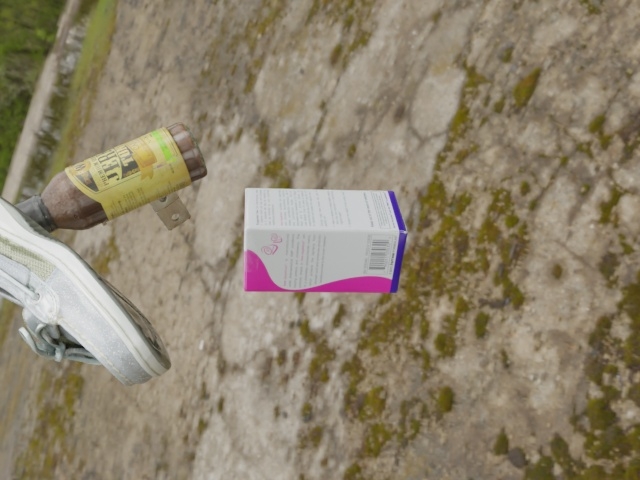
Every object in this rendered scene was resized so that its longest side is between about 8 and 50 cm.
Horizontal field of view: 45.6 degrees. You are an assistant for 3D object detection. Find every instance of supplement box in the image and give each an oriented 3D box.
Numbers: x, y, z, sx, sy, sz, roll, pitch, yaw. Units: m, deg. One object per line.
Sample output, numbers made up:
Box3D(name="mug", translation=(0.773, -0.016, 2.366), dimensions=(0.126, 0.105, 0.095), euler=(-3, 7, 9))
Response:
Box3D(name="supplement box", translation=(0.000, 0.000, 1.085), dimensions=(0.114, 0.220, 0.111), euler=(-100, 13, -54))

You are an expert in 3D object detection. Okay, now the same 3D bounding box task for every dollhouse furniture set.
Box3D(name="dollhouse furniture set", translation=(-0.429, -0.076, 1.797), dimensions=(0.183, 0.129, 0.129), euler=(-34, 40, -9))

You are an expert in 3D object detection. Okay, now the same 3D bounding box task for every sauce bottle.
Box3D(name="sauce bottle", translation=(-0.361, -0.085, 1.264), dimensions=(0.111, 0.344, 0.111), euler=(55, 162, 27))

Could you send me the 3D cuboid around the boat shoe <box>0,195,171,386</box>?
Box3D(name="boat shoe", translation=(-0.271, 0.049, 0.727), dimensions=(0.320, 0.118, 0.103), euler=(33, 75, 23))
